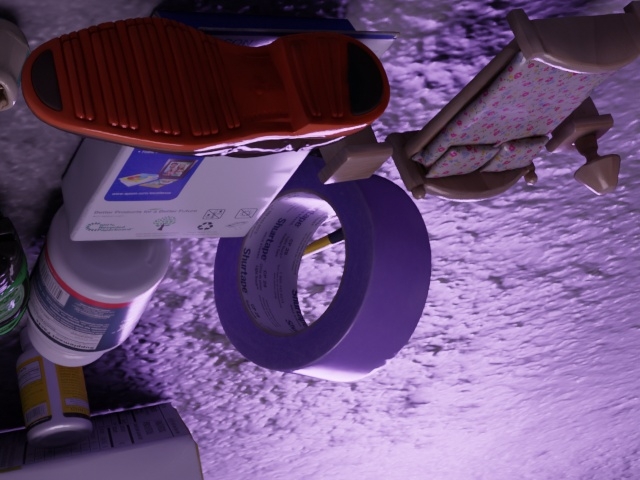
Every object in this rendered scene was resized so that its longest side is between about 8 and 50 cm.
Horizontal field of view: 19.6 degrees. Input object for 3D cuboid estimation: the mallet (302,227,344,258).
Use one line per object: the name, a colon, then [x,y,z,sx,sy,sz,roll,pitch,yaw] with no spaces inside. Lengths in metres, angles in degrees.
mallet: [0.000,0.000,1.739,0.190,0.039,0.062,-29,154,32]

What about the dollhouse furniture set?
dollhouse furniture set: [0.232,-0.090,1.433,0.356,0.173,0.303,-9,157,-35]

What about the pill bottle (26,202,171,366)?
pill bottle: [-0.204,0.040,1.639,0.108,0.108,0.180,-3,155,-22]

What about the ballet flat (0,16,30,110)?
ballet flat: [-0.324,-0.093,1.319,0.248,0.086,0.086,-17,156,8]

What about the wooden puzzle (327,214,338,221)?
wooden puzzle: [0.021,-0.034,1.719,0.049,0.006,0.083,-14,156,3]

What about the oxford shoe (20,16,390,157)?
oxford shoe: [-0.087,-0.089,1.282,0.271,0.097,0.098,1,158,-31]

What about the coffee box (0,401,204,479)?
coffee box: [-0.271,0.374,1.924,0.334,0.337,0.338,-10,-178,-8]

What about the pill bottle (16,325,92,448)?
pill bottle: [-0.264,0.140,1.817,0.065,0.116,0.065,-11,156,-5]

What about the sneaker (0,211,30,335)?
sneaker: [-0.408,0.080,1.570,0.344,0.134,0.146,-13,149,-1]

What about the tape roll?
tape roll: [0.000,0.025,1.614,0.189,0.189,0.080,-30,152,33]

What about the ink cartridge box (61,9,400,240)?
ink cartridge box: [-0.080,-0.100,1.454,0.165,0.065,0.332,0,154,-27]
